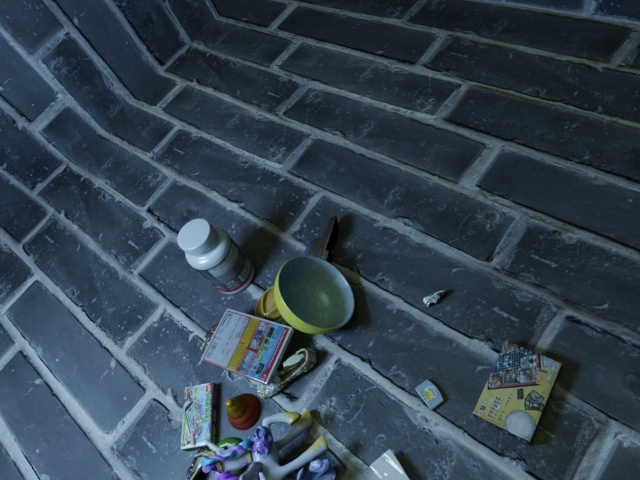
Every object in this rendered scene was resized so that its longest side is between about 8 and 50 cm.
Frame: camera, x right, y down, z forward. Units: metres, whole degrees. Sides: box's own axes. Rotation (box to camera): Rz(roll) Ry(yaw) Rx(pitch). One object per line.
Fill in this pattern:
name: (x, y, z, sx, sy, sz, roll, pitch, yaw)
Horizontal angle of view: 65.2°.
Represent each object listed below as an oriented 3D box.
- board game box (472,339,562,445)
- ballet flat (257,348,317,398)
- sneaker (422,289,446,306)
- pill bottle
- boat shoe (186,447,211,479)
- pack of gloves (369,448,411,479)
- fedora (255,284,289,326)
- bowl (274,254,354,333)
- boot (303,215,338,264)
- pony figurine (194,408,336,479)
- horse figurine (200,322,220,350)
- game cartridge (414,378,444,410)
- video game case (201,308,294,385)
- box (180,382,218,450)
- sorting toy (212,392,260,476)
board game box: (0.561, 0.427, 1.428, 0.165, 0.042, 0.243, 22, 69, 31)
ballet flat: (-0.122, 0.433, 1.670, 0.241, 0.077, 0.091, -37, 54, -4)
sneaker: (0.383, 0.193, 1.661, 0.083, 0.032, 0.036, -28, 67, 9)
pill bottle: (-0.389, 0.058, 1.865, 0.177, 0.318, 0.176, -11, 55, 16)
boat shoe: (-0.400, 0.740, 1.598, 0.049, 0.056, 0.152, 6, 52, 30)
pack of gloves: (0.192, 0.738, 1.384, 0.195, 0.046, 0.232, -42, 48, 2)
fedora: (-0.164, 0.230, 1.816, 0.195, 0.079, 0.194, -10, 56, 16)
bowl: (-0.046, 0.209, 1.714, 0.156, 0.290, 0.289, -50, 39, 42)
boot: (0.000, 0.000, 1.899, 0.106, 0.082, 0.219, 4, 62, 20)
pony figurine: (-0.147, 0.675, 1.430, 0.364, 0.302, 0.351, -17, 52, -16)
horse figurine: (-0.316, 0.362, 1.798, 0.263, 0.066, 0.174, 24, 69, 32)
game cartridge: (0.331, 0.463, 1.512, 0.056, 0.017, 0.083, -34, 53, -7)
video game case: (-0.251, 0.357, 1.712, 0.285, 0.025, 0.204, 11, 62, 29)
box: (-0.410, 0.596, 1.701, 0.114, 0.036, 0.206, -14, 55, 12)
sorting toy: (-0.303, 0.647, 1.572, 0.127, 0.126, 0.365, 3, 59, 23)
